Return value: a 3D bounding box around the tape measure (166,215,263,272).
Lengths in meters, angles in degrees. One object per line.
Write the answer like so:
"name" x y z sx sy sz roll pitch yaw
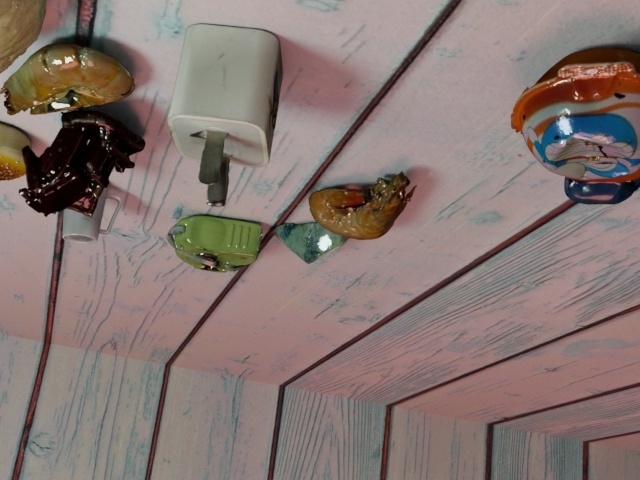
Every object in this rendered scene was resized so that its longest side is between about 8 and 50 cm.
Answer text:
"tape measure" -0.205 0.010 1.729 0.177 0.088 0.154 11 160 -3

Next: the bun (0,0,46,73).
"bun" -0.446 -0.265 1.015 0.259 0.152 0.259 9 160 3

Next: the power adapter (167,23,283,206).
"power adapter" -0.122 -0.148 1.129 0.125 0.205 0.130 6 161 2

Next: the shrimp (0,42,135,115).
"shrimp" -0.363 -0.214 1.249 0.267 0.061 0.145 -14 160 39

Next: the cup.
"cup" -0.407 -0.055 1.599 0.104 0.116 0.074 10 162 -27

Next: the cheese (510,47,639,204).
"cheese" 0.351 -0.132 1.118 0.216 0.129 0.329 1 159 18

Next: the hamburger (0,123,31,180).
"hamburger" -0.542 -0.140 1.458 0.141 0.082 0.126 19 156 -30

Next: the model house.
"model house" -0.353 -0.103 1.346 0.141 0.164 0.203 16 175 12

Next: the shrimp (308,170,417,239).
"shrimp" 0.064 -0.066 1.493 0.152 0.063 0.287 22 158 -7

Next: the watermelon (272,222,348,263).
"watermelon" -0.004 0.001 1.695 0.094 0.081 0.180 -8 -179 -45
